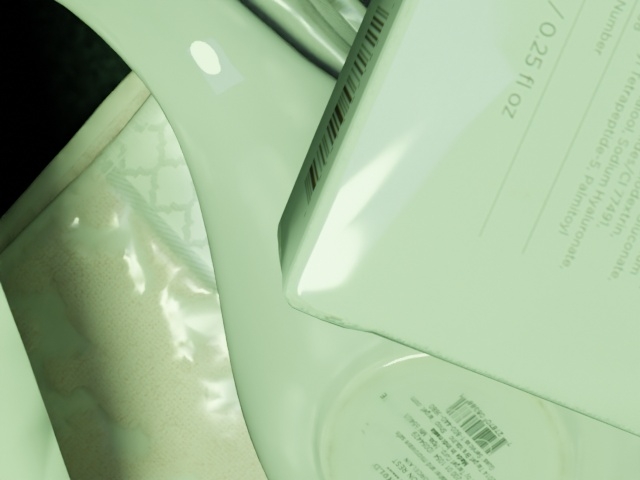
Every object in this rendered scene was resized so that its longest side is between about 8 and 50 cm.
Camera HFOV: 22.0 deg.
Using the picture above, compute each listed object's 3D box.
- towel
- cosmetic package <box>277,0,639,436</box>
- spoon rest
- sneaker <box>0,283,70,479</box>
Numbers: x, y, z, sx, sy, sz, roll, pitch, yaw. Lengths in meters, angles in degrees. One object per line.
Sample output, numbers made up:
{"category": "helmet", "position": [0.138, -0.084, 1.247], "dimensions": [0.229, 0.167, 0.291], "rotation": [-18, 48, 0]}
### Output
{"category": "towel", "position": [0.001, 0.113, 0.573], "dimensions": [0.332, 0.053, 0.317], "rotation": [43, 110, 2]}
{"category": "cosmetic package", "position": [0.190, -0.112, 0.385], "dimensions": [0.284, 0.097, 0.377], "rotation": [23, 100, -6]}
{"category": "spoon rest", "position": [0.000, 0.000, 0.491], "dimensions": [0.137, 0.084, 0.276], "rotation": [-36, 104, 19]}
{"category": "sneaker", "position": [-0.218, 0.022, 0.457], "dimensions": [0.236, 0.130, 0.323], "rotation": [-24, 108, -18]}
